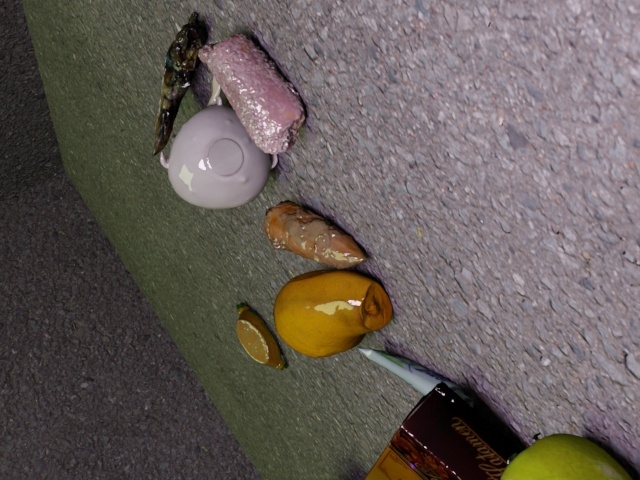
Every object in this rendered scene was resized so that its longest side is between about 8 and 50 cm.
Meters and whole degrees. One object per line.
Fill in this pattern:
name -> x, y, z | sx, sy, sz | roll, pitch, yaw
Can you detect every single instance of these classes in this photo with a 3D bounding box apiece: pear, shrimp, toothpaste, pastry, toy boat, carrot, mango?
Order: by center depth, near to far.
pear -> 0.385, 0.413, 1.194 | 0.282, 0.176, 0.286 | 37, 148, 40
pastry -> -0.121, -0.274, 1.572 | 0.265, 0.103, 0.112 | 50, 151, 21
toothpaste -> 0.172, 0.247, 1.640 | 0.297, 0.075, 0.048 | 24, 99, 57
carrot -> 0.000, 0.000, 1.691 | 0.263, 0.102, 0.102 | 26, 141, 48
mango -> 0.010, 0.136, 1.739 | 0.187, 0.144, 0.359 | 30, 155, -7
shrimp -> -0.298, -0.304, 1.845 | 0.365, 0.071, 0.233 | 135, 148, -63
toy boat -> -0.171, 0.262, 2.469 | 0.229, 0.089, 0.088 | 54, -162, 16

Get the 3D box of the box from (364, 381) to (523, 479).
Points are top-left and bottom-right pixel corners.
box -> 0.233, 0.425, 1.577 | 0.264, 0.116, 0.415 | 41, 156, 15

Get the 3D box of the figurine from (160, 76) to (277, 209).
figurine -> -0.223, -0.209, 1.855 | 0.394, 0.226, 0.274 | -149, 65, -73
